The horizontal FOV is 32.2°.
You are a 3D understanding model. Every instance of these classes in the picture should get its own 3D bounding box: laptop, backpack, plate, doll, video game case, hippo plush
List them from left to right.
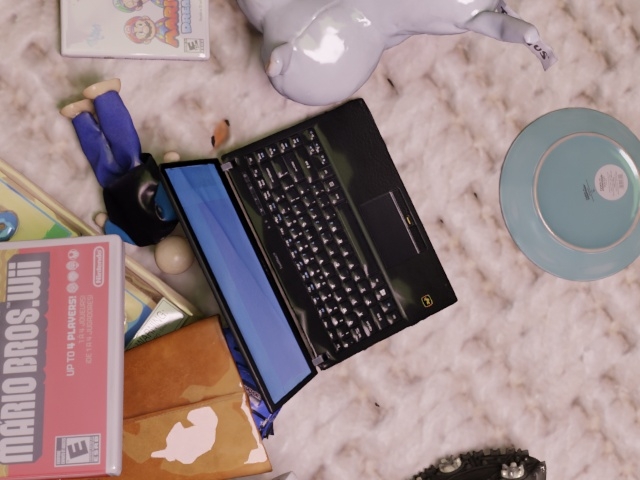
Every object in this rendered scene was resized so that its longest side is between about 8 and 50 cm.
[{"bbox_3d":[-0.305,0.100,0.916,0.285,0.025,0.204,-4,68,2],"label":"video game case"},{"bbox_3d":[-0.181,-0.254,1.083,0.143,0.019,0.157,-1,86,-14],"label":"video game case"},{"bbox_3d":[-0.171,-0.054,1.030,0.046,0.129,0.189,-22,84,-53],"label":"doll"},{"bbox_3d":[-0.076,0.145,1.039,0.098,0.101,0.120,35,75,-17],"label":"backpack"},{"bbox_3d":[0.000,0.000,1.032,0.264,0.136,0.234,-25,90,-21],"label":"laptop"},{"bbox_3d":[0.053,-0.226,1.074,0.237,0.234,0.294,-33,78,16],"label":"hippo plush"},{"bbox_3d":[0.281,-0.050,1.181,0.188,0.024,0.188,1,85,-13],"label":"plate"}]

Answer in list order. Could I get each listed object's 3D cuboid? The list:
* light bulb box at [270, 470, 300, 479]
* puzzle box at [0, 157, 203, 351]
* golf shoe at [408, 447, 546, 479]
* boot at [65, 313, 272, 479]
[{"bbox_3d":[-0.046,0.451,0.875,0.361,0.225,0.358,49,37,-6],"label":"light bulb box"},{"bbox_3d":[-0.333,0.144,0.998,0.272,0.052,0.409,38,78,-8],"label":"puzzle box"},{"bbox_3d":[0.110,0.304,1.085,0.273,0.105,0.120,-31,109,-8],"label":"golf shoe"},{"bbox_3d":[-0.181,0.222,0.952,0.281,0.096,0.264,-13,76,-9],"label":"boot"}]
